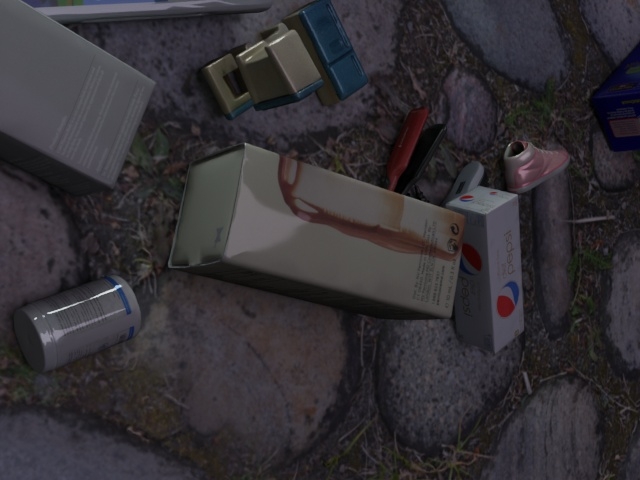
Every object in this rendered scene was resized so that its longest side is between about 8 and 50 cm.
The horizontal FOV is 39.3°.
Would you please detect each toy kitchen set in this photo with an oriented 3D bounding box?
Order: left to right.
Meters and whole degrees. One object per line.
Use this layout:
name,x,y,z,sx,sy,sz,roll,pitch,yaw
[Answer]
toy kitchen set,-0.006,-0.195,1.025,0.207,0.166,0.122,-39,111,-32

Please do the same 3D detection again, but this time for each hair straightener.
hair straightener,0.119,-0.060,1.193,0.089,0.047,0.230,33,69,-32

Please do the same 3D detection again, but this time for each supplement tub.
supplement tub,-0.240,0.081,0.891,0.107,0.071,0.071,-20,100,-37

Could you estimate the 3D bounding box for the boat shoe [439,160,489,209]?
boat shoe,0.200,-0.050,1.257,0.040,0.049,0.142,48,59,-27

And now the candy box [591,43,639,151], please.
candy box,0.650,-0.283,1.481,0.317,0.268,0.122,-44,117,-30

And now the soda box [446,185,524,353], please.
soda box,0.227,0.041,1.226,0.074,0.069,0.216,-28,122,-36

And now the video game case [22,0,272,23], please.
video game case,-0.210,-0.398,0.941,0.300,0.036,0.329,-13,96,-32

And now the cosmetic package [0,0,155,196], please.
cosmetic package,-0.291,-0.148,0.843,0.238,0.107,0.127,30,70,-30

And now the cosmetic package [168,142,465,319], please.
cosmetic package,0.000,0.000,1.013,0.296,0.153,0.129,16,79,-31

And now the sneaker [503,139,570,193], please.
sneaker,0.326,-0.127,1.356,0.134,0.051,0.070,-30,111,-31
